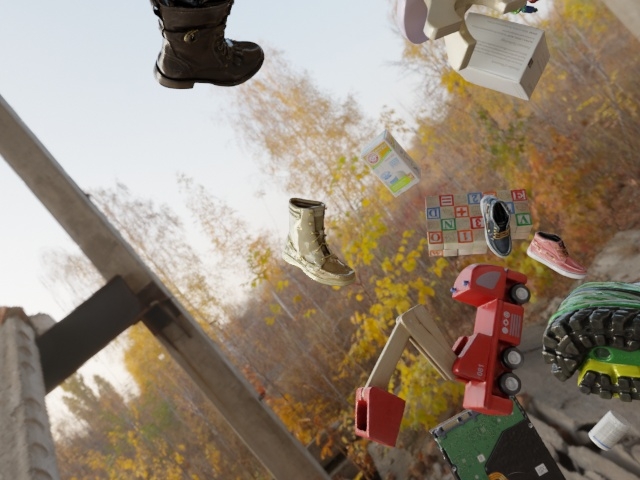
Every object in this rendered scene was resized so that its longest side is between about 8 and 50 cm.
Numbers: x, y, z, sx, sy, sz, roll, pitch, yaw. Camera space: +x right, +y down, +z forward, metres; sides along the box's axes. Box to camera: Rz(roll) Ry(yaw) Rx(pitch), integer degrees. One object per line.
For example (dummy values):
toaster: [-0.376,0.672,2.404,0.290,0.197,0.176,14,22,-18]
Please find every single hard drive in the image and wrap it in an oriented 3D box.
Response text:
hard drive: [0.456,0.575,1.143,0.237,0.338,0.064,-28,-15,-5]

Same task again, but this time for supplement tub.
supplement tub: [0.901,0.593,1.447,0.107,0.071,0.071,-59,-8,19]

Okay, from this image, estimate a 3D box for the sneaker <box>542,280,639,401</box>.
sneaker: [0.417,0.087,0.458,0.344,0.134,0.146,4,30,34]

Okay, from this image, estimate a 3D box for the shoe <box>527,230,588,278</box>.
shoe: [0.709,0.040,1.371,0.063,0.178,0.081,-28,-43,-37]

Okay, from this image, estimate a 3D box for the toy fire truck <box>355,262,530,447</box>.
toy fire truck: [0.116,0.102,0.436,0.047,0.135,0.192,116,171,-69]

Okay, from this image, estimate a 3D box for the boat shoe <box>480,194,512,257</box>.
boat shoe: [0.474,-0.029,1.230,0.065,0.183,0.083,-21,14,7]

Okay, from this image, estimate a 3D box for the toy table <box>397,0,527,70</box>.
toy table: [0.279,-0.494,0.946,0.252,0.161,0.274,-31,-24,-8]

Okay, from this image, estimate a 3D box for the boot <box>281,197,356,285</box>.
boot: [0.000,0.000,1.320,0.095,0.262,0.203,-19,-54,-44]

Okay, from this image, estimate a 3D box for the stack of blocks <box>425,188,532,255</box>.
stack of blocks: [0.476,-0.053,1.412,0.297,0.171,0.087,-4,-28,12]

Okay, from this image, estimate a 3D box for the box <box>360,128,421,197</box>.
box: [0.251,-0.275,1.646,0.114,0.203,0.103,-35,19,29]

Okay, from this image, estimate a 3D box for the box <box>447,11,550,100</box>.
box: [0.428,-0.434,1.105,0.181,0.182,0.119,-5,-59,-60]

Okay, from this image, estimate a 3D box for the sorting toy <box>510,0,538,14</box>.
sorting toy: [0.502,-0.575,1.111,0.042,0.061,0.102,-4,1,-19]

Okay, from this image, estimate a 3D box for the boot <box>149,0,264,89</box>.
boot: [-0.192,-0.382,0.862,0.263,0.091,0.229,-25,-6,-29]
